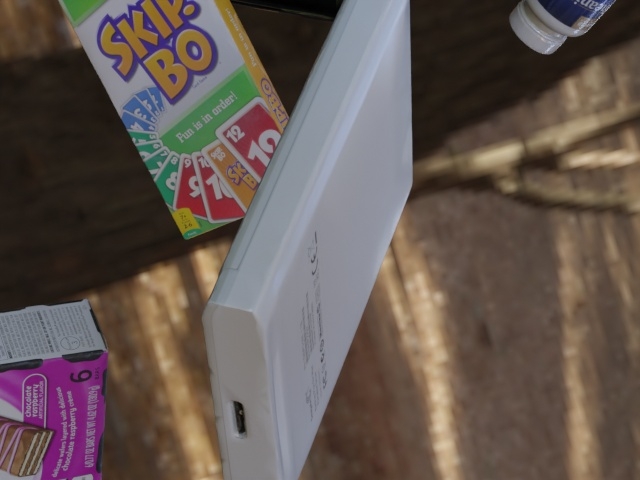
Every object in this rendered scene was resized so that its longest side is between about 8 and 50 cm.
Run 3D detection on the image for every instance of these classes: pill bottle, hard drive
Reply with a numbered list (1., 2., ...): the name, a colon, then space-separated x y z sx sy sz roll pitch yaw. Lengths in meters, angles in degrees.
1. pill bottle: 0.211 -0.211 1.606 0.067 0.120 0.067 25 38 -22
2. hard drive: 0.000 0.000 1.238 0.203 0.040 0.307 86 19 -46

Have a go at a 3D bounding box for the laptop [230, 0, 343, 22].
1. laptop: -0.022 -0.307 1.785 0.408 0.382 0.236 8 95 -62

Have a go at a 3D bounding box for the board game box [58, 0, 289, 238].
1. board game box: -0.113 -0.136 1.569 0.259 0.124 0.039 64 24 -13

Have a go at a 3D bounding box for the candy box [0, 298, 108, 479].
1. candy box: -0.290 0.141 1.542 0.071 0.233 0.159 -119 -152 -46
